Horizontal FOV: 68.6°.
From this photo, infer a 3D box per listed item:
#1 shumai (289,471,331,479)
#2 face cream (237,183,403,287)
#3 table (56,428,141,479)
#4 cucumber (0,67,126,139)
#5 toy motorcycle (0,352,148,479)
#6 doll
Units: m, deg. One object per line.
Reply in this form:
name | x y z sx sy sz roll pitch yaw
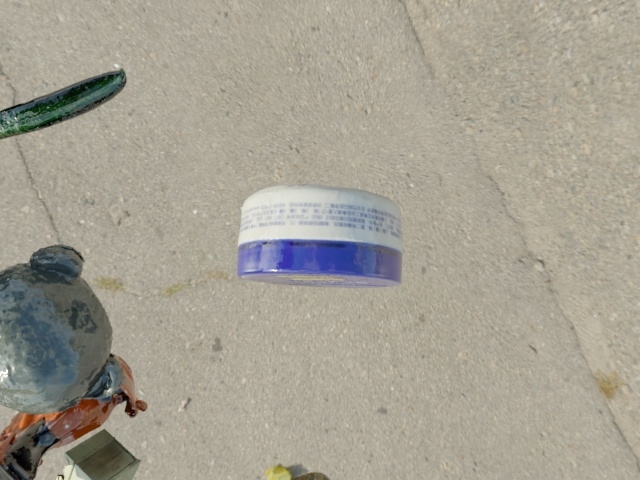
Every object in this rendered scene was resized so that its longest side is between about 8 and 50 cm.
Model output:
shumai | -0.027 0.510 0.851 0.123 0.105 0.139 32 99 -17
face cream | 0.000 0.000 0.593 0.206 0.206 0.111 0 80 4
table | -0.340 0.352 0.719 0.083 0.079 0.062 33 111 17
cucumber | -0.294 -0.145 0.516 0.184 0.033 0.036 -18 85 2
toy motorcycle | -0.392 0.276 0.686 0.221 0.325 0.147 -21 109 30
doll | -0.410 0.107 0.517 0.341 0.158 0.245 -6 114 -15
